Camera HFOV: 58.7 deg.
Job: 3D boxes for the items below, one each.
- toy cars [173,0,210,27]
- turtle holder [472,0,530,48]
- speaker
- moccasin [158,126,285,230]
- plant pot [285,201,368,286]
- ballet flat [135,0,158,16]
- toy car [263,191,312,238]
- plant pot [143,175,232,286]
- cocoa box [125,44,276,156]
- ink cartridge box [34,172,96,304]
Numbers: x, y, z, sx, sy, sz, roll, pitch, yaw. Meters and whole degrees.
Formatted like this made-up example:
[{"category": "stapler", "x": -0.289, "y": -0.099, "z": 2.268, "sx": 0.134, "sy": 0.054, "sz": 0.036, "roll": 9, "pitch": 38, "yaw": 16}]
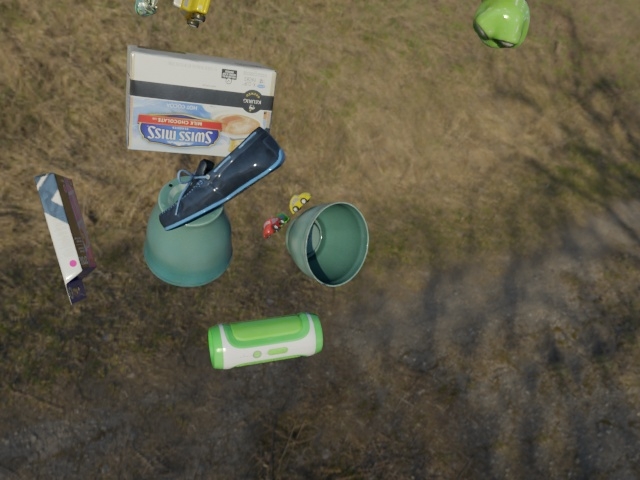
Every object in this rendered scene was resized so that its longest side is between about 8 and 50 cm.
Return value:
[{"category": "toy cars", "x": -0.357, "y": -0.730, "z": 1.607, "sx": 0.087, "sy": 0.176, "sz": 0.394, "roll": 16, "pitch": 45, "yaw": -25}, {"category": "turtle holder", "x": 0.201, "y": -0.434, "z": 0.724, "sx": 0.243, "sy": 0.320, "sz": 0.227, "roll": 18, "pitch": 32, "yaw": 0}, {"category": "speaker", "x": -0.150, "y": 0.271, "z": 1.554, "sx": 0.296, "sy": 0.131, "sz": 0.131, "roll": -6, "pitch": 39, "yaw": -17}, {"category": "moccasin", "x": -0.246, "y": -0.147, "z": 1.357, "sx": 0.117, "sy": 0.342, "sz": 0.138, "roll": 58, "pitch": 4, "yaw": -6}, {"category": "plant pot", "x": 0.000, "y": 0.000, "z": 2.021, "sx": 0.293, "sy": 0.293, "sz": 0.196, "roll": -12, "pitch": 16, "yaw": -39}, {"category": "ballet flat", "x": -0.483, "y": -0.730, "z": 1.618, "sx": 0.070, "sy": 0.189, "sz": 0.070, "roll": 3, "pitch": 2, "yaw": 0}, {"category": "toy car", "x": -0.143, "y": -0.084, "z": 2.098, "sx": 0.053, "sy": 0.225, "sz": 0.239, "roll": 47, "pitch": 72, "yaw": -2}, {"category": "plant pot", "x": -0.387, "y": -0.043, "z": 1.681, "sx": 0.271, "sy": 0.255, "sz": 0.272, "roll": 7, "pitch": 53, "yaw": -9}, {"category": "cocoa box", "x": -0.312, "y": -0.350, "z": 1.449, "sx": 0.347, "sy": 0.228, "sz": 0.231, "roll": 2, "pitch": 21, "yaw": -20}, {"category": "ink cartridge box", "x": -0.733, "y": -0.006, "z": 1.669, "sx": 0.069, "sy": 0.371, "sz": 0.176, "roll": -13, "pitch": 3, "yaw": -9}]
